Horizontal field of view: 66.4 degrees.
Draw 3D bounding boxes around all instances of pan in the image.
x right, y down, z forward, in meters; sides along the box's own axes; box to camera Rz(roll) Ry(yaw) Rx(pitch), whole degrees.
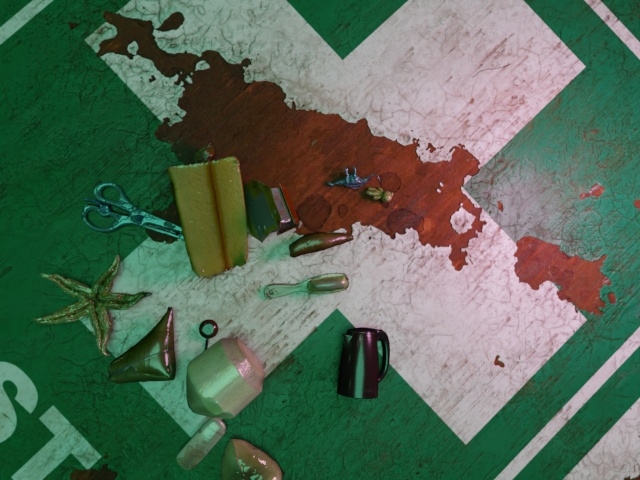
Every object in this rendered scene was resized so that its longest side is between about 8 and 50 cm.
[{"bbox_3d":[-0.401,0.339,1.737,0.068,0.023,0.115,6,86,-4],"label":"pan"}]

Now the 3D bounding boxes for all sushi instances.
[{"bbox_3d":[-0.423,-0.299,1.753,0.060,0.061,0.118,36,87,-13],"label":"sushi"}]

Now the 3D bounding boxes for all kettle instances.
[{"bbox_3d":[0.159,0.423,1.716,0.201,0.144,0.233,8,83,-23],"label":"kettle"}]

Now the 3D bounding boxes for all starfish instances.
[{"bbox_3d":[-0.789,0.195,1.693,0.357,0.078,0.347,39,86,-1],"label":"starfish"}]

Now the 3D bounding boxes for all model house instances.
[{"bbox_3d":[-0.168,-0.123,1.740,0.135,0.207,0.220,-12,75,-40],"label":"model house"}]

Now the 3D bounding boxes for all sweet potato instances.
[{"bbox_3d":[0.000,0.000,1.759,0.243,0.077,0.077,-17,88,-8],"label":"sweet potato"}]

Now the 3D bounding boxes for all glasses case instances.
[{"bbox_3d":[-0.415,0.705,1.702,0.081,0.051,0.204,41,85,1],"label":"glasses case"}]

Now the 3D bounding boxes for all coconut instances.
[{"bbox_3d":[-0.329,0.470,1.633,0.265,0.237,0.237,-35,89,-9],"label":"coconut"}]

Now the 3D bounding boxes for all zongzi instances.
[{"bbox_3d":[-0.613,0.360,1.684,0.228,0.115,0.256,-4,81,1],"label":"zongzi"}]

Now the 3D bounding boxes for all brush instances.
[{"bbox_3d":[-0.050,0.165,1.751,0.312,0.067,0.072,-7,88,-2],"label":"brush"}]

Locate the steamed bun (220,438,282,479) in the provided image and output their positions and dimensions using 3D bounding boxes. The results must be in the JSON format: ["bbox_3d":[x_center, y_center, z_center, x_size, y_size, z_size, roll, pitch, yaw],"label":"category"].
[{"bbox_3d":[-0.238,0.809,1.681,0.212,0.110,0.232,2,89,-4],"label":"steamed bun"}]

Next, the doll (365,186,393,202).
[{"bbox_3d":[0.217,-0.172,1.791,0.093,0.051,0.062,32,57,-4],"label":"doll"}]

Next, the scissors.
[{"bbox_3d":[-0.656,-0.079,1.740,0.392,0.032,0.180,20,86,-2],"label":"scissors"}]

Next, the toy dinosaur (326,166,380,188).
[{"bbox_3d":[0.120,-0.227,1.792,0.197,0.045,0.080,-5,100,3],"label":"toy dinosaur"}]

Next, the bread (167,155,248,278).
[{"bbox_3d":[-0.354,-0.066,1.647,0.233,0.245,0.362,-14,86,-17],"label":"bread"}]
